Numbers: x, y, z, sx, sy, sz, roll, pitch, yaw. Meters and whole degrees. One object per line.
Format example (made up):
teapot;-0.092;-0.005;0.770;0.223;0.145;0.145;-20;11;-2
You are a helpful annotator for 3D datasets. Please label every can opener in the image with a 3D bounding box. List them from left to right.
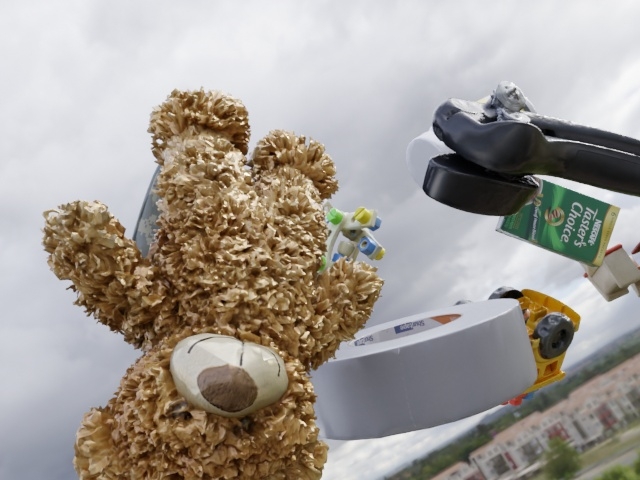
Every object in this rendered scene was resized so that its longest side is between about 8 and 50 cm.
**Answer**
can opener;0.152;-0.054;0.431;0.186;0.059;0.073;2;-43;-19

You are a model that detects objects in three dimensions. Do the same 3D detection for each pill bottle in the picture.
pill bottle;0.250;-0.160;1.136;0.209;0.119;0.119;-28;-19;-27

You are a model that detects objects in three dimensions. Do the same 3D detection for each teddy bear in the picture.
teddy bear;-0.060;0.018;0.494;0.113;0.245;0.338;-34;22;39

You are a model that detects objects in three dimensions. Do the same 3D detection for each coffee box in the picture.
coffee box;0.407;-0.036;1.183;0.040;0.184;0.113;94;-162;-85

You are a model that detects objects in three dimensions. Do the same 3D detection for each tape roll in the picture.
tape roll;0.090;0.118;0.658;0.219;0.072;0.219;-16;-1;0

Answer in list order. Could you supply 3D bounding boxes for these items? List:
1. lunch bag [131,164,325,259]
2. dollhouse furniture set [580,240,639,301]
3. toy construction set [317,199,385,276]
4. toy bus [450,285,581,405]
lunch bag;-0.151;-0.002;1.179;0.305;0.212;0.256;15;-8;0
dollhouse furniture set;0.650;0.004;1.372;0.259;0.135;0.262;-22;-26;-11
toy construction set;0.000;0.000;1.466;0.215;0.151;0.328;-59;23;1
toy bus;0.318;0.206;1.194;0.220;0.149;0.211;-12;-63;-27
